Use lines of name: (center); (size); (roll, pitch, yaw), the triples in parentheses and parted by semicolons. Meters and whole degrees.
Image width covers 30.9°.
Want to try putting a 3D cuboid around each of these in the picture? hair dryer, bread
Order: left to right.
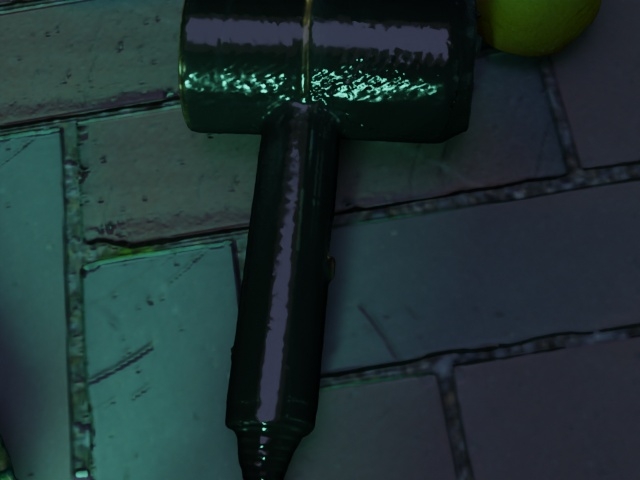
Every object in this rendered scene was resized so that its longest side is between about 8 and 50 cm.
hair dryer: (0.000, 0.000, 0.710); (0.189, 0.107, 0.352); (3, 71, 5)
bread: (0.098, -0.229, 0.812); (0.102, 0.094, 0.245); (-35, 65, -23)

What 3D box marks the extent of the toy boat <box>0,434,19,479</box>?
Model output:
toy boat: (-0.223, 0.141, 0.648); (0.108, 0.099, 0.293); (-34, 57, -12)
